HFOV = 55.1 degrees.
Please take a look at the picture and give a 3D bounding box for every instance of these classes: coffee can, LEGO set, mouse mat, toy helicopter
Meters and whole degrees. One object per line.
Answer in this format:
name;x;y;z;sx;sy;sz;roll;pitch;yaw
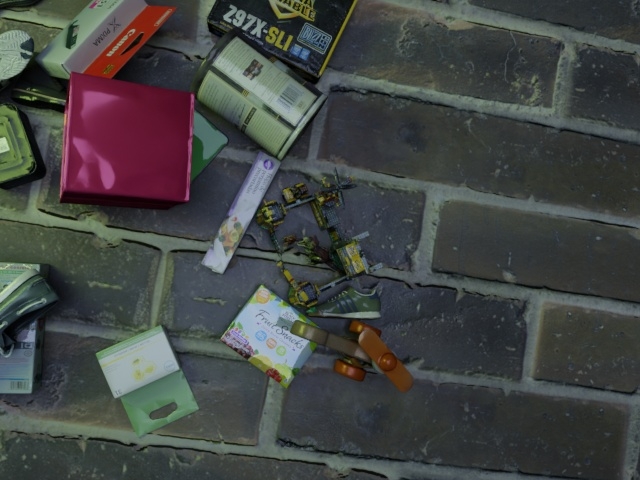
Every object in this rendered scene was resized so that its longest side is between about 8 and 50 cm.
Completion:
coffee can;-0.150;-0.355;1.511;0.275;0.201;0.201;36;83;-5
LEGO set;0.000;0.000;1.497;0.255;0.192;0.330;-14;85;-22
mouse mat;-0.350;-0.239;1.576;0.153;0.007;0.189;41;84;-4
toy helicopter;0.072;0.256;1.433;0.355;0.235;0.140;28;82;-44

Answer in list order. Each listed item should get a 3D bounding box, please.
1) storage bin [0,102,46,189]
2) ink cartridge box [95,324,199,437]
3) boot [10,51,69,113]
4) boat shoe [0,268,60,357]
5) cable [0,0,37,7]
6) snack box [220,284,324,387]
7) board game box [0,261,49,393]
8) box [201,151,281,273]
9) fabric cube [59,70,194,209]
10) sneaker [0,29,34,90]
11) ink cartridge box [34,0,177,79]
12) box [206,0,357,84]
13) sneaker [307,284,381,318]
storage bin;-0.757;-0.225;1.481;0.122;0.084;0.180;-19;89;-9
ink cartridge box;-0.422;0.348;1.511;0.171;0.056;0.234;-23;88;-9
boot;-0.647;-0.391;1.513;0.198;0.077;0.136;12;80;-8
boat shoe;-0.714;0.209;1.353;0.099;0.116;0.319;41;77;-1
cable;-0.826;-0.568;1.519;0.139;0.072;0.287;43;70;13
snack box;-0.120;0.238;1.549;0.207;0.070;0.174;38;81;-6
board game box;-0.775;0.200;1.450;0.224;0.097;0.303;3;88;-9
box;-0.200;-0.068;1.557;0.063;0.067;0.323;28;83;-6
fabric cube;-0.448;-0.210;1.403;0.259;0.259;0.253;3;86;-25
sneaker;-0.763;-0.419;1.453;0.094;0.153;0.235;34;107;-32
ink cartridge box;-0.506;-0.488;1.445;0.239;0.060;0.275;18;65;37
box;-0.096;-0.594;1.596;0.322;0.079;0.257;26;86;-6
sneaker;0.063;0.159;1.587;0.192;0.064;0.086;3;79;-8
